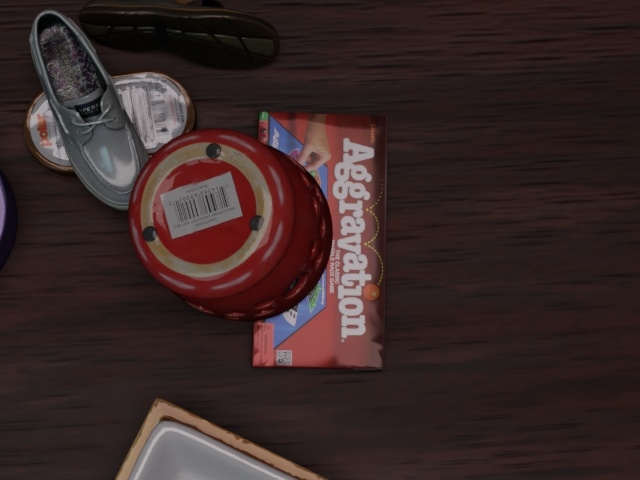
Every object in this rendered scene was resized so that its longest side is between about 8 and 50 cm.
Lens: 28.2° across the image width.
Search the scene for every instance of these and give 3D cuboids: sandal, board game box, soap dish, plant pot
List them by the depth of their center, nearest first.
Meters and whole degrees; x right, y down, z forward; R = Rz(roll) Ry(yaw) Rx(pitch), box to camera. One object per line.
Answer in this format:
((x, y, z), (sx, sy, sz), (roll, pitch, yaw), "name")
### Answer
((-0.128, 0.340, 1.296), (0.229, 0.118, 0.290), (26, 81, -1), "soap dish")
((-0.094, -0.015, 1.299), (0.191, 0.174, 0.191), (-1, 84, 11), "plant pot")
((0.000, 0.000, 1.397), (0.145, 0.027, 0.281), (1, 82, -5), "board game box")
((-0.152, -0.242, 1.400), (0.219, 0.090, 0.060), (6, 60, 3), "sandal")

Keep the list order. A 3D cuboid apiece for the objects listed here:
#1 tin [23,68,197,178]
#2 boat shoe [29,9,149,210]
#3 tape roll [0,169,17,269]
((-0.230, -0.130, 1.392), (0.190, 0.040, 0.106), (-10, 79, -5), "tin")
((-0.247, -0.137, 1.332), (0.079, 0.081, 0.227), (-26, 84, -7), "boat shoe")
((-0.420, -0.026, 1.341), (0.189, 0.080, 0.189), (1, 82, -5), "tape roll")
